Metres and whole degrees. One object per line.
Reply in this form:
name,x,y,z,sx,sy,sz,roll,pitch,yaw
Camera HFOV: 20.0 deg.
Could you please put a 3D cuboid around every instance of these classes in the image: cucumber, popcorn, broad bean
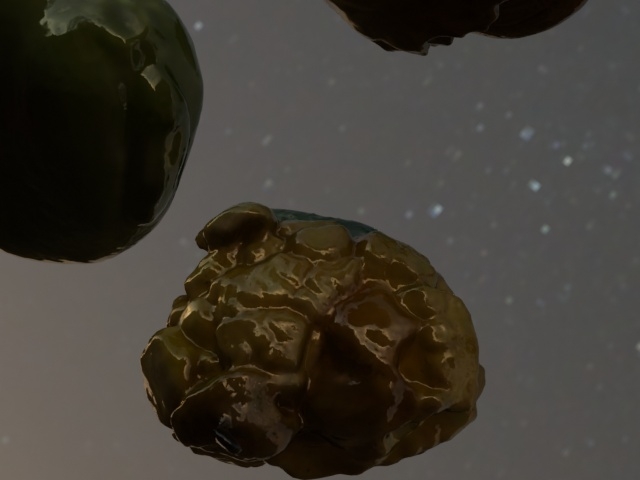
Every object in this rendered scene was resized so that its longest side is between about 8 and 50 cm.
cucumber,0.000,0.000,1.356,0.168,0.039,0.039,12,-38,33
popcorn,-0.009,0.063,1.066,0.140,0.194,0.163,98,-25,-55
broad bean,-0.190,-0.096,1.253,0.291,0.119,0.238,-14,-75,51

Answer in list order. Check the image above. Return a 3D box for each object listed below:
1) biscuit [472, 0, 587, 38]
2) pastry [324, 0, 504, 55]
biscuit,0.122,-0.214,1.337,0.224,0.033,0.144,4,-59,41
pastry,0.070,-0.245,0.933,0.256,0.237,0.170,-22,-37,39
